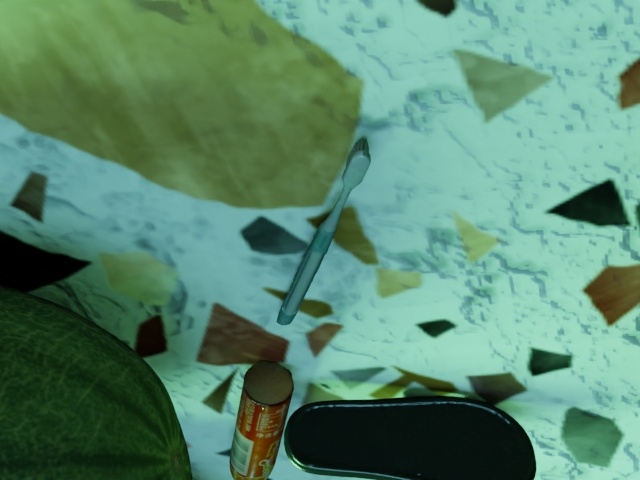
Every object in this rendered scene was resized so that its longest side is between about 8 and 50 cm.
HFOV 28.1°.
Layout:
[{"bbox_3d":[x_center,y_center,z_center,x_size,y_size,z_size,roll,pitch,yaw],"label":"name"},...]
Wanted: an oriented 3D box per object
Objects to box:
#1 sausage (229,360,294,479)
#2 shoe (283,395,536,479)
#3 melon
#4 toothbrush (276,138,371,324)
[{"bbox_3d":[-0.041,0.128,0.846,0.034,0.034,0.129,10,141,-2],"label":"sausage"},{"bbox_3d":[0.056,0.132,0.820,0.159,0.062,0.053,5,160,0],"label":"shoe"},{"bbox_3d":[-0.225,0.139,0.732,0.301,0.238,0.237,-4,140,7],"label":"melon"},{"bbox_3d":[0.000,0.000,0.699,0.011,0.014,0.167,13,143,-9],"label":"toothbrush"}]
